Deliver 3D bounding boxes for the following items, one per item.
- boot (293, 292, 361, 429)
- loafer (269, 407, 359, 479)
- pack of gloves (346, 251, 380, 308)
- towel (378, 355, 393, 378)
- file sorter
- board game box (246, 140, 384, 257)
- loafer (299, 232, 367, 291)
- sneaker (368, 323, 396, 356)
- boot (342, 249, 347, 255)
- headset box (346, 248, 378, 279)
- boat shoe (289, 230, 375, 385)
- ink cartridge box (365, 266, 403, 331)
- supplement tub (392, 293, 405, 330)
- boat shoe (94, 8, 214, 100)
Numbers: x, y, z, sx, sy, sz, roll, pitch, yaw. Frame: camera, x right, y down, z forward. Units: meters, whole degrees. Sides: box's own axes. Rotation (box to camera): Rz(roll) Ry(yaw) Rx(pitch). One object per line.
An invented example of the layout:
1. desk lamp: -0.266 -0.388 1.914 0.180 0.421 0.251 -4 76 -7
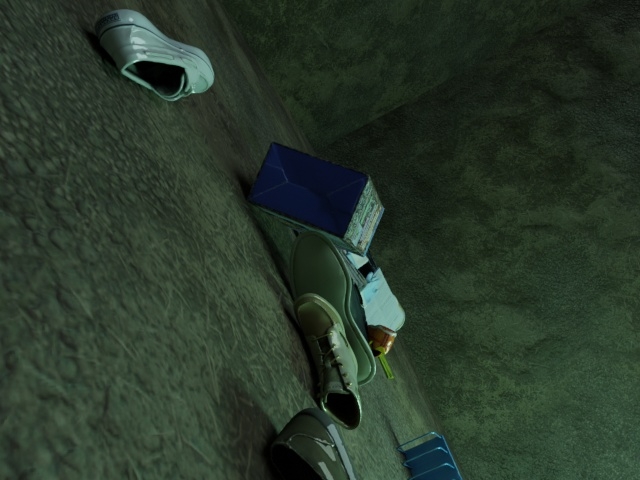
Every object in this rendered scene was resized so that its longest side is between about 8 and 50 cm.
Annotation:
1. boot: 0.014 0.212 0.818 0.165 0.077 0.213 -90 155 -69
2. loafer: 0.013 0.314 0.494 0.087 0.094 0.251 3 48 -53
3. pack of gloves: 0.136 0.117 1.474 0.232 0.046 0.195 -38 109 -58
4. towel: 0.218 0.402 1.709 0.237 0.021 0.102 67 9 23
5. file sorter: 0.284 0.594 1.161 0.104 0.118 0.170 50 15 -48
6. board game box: 0.004 -0.083 1.061 0.232 0.141 0.291 22 -4 15
7. loafer: 0.034 0.044 1.308 0.268 0.084 0.096 58 -30 7
8. sneaker: 0.126 0.232 1.046 0.064 0.068 0.175 27 -12 8
9. boot: 0.000 0.000 1.431 0.244 0.088 0.176 65 16 4
10. headset box: 0.121 0.061 1.795 0.247 0.131 0.283 64 9 12
11. boat shoe: 0.029 0.136 0.978 0.340 0.127 0.113 64 7 -6
12. ink cartridge box: 0.191 0.240 1.591 0.223 0.045 0.224 -40 108 -49
13. supplement tub: 0.270 0.298 1.933 0.200 0.144 0.144 51 14 -54
14. boat shoe: -0.240 -0.261 0.711 0.084 0.095 0.258 68 19 3
